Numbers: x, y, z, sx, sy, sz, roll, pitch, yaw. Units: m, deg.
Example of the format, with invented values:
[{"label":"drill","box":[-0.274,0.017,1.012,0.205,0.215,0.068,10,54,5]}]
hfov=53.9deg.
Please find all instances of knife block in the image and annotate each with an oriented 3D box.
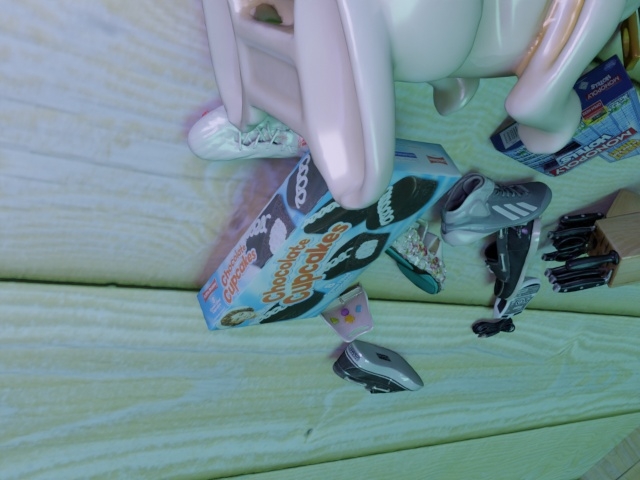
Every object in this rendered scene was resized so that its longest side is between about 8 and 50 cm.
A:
[{"label":"knife block","box":[0.549,0.030,1.117,0.242,0.276,0.088,-49,151,-30]}]

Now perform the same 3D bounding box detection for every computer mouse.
[{"label":"computer mouse","box":[0.373,0.124,1.247,0.106,0.042,0.193,-7,140,-22]}]

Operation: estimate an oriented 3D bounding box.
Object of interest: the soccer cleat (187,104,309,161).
[{"label":"soccer cleat","box":[-0.042,-0.117,0.675,0.196,0.076,0.068,-14,138,-22]}]

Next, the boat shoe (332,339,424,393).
[{"label":"boat shoe","box":[0.107,0.243,1.163,0.219,0.078,0.070,30,110,-40]}]

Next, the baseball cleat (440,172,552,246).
[{"label":"baseball cleat","box":[0.272,-0.063,0.955,0.206,0.072,0.109,-27,129,-20]}]

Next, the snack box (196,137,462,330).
[{"label":"snack box","box":[0.000,0.000,0.774,0.187,0.060,0.322,-1,145,-41]}]

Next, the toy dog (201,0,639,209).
[{"label":"toy dog","box":[0.121,-0.260,0.515,0.408,0.284,0.395,-19,113,-22]}]

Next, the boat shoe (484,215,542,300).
[{"label":"boat shoe","box":[0.325,0.027,1.099,0.079,0.084,0.233,7,147,10]}]

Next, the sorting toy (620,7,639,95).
[{"label":"sorting toy","box":[0.388,-0.263,0.696,0.047,0.196,0.348,-5,-171,16]}]

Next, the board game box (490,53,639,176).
[{"label":"board game box","box":[0.379,-0.150,0.895,0.194,0.060,0.194,14,144,-42]}]

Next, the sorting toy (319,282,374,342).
[{"label":"sorting toy","box":[0.045,0.121,0.986,0.083,0.075,0.045,-26,141,-9]}]

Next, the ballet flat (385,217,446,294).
[{"label":"ballet flat","box":[0.143,0.011,0.939,0.077,0.091,0.241,-57,145,-6]}]
